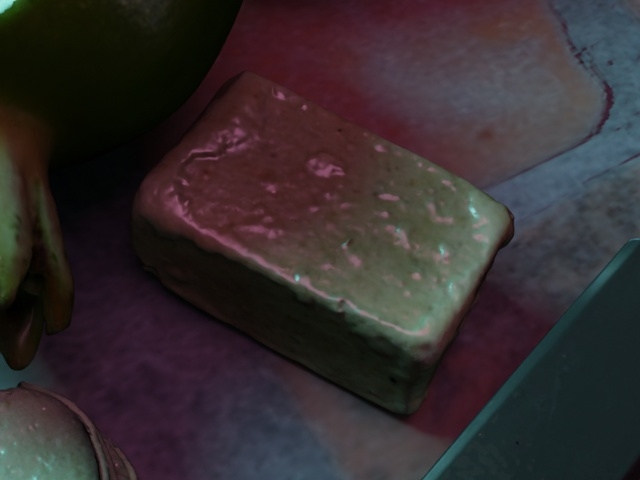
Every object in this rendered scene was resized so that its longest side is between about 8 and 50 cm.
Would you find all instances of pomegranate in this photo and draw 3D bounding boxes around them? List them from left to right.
[{"bbox_3d":[-0.169,-0.109,0.665,0.309,0.216,0.359,-13,73,11],"label":"pomegranate"}]

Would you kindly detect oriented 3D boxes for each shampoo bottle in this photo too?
[{"bbox_3d":[0.133,0.088,0.677,0.079,0.080,0.246,39,60,12],"label":"shampoo bottle"}]

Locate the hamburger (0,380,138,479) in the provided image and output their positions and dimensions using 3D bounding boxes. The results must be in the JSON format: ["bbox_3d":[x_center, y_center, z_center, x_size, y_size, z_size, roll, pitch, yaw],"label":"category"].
[{"bbox_3d":[-0.153,0.127,0.613,0.140,0.062,0.133,8,56,-2],"label":"hamburger"}]

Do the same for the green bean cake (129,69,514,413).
[{"bbox_3d":[0.000,0.000,0.705,0.179,0.085,0.109,26,59,8],"label":"green bean cake"}]
